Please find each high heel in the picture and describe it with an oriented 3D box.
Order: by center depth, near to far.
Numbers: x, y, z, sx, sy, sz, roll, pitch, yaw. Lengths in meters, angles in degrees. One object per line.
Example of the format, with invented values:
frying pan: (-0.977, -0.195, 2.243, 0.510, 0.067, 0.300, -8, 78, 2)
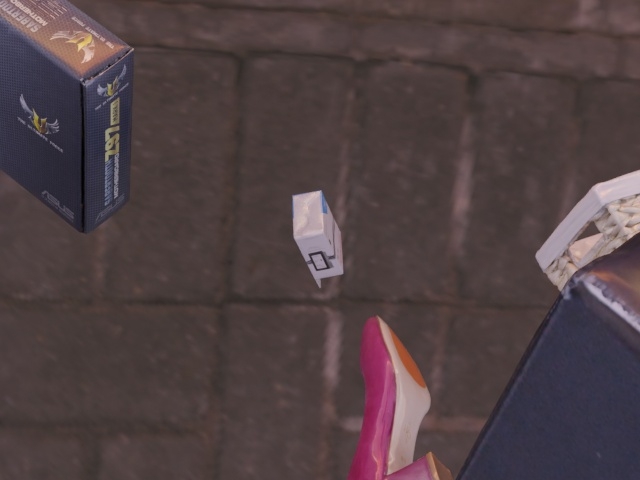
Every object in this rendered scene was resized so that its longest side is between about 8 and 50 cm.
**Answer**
high heel: (0.041, 0.172, 1.613, 0.117, 0.244, 0.082, -30, 135, 13)

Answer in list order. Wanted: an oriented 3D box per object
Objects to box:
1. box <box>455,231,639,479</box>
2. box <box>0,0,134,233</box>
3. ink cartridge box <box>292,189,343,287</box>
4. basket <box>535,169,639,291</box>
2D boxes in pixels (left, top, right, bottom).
box: (0.278, 0.162, 0.859, 0.471, 0.297, 0.480, -30, 154, -37)
box: (-0.249, -0.136, 1.465, 0.059, 0.232, 0.183, -41, 157, -32)
ink cartridge box: (0.000, 0.000, 1.635, 0.028, 0.048, 0.083, -11, 144, 11)
basket: (0.287, 0.005, 1.561, 0.167, 0.113, 0.103, -18, 65, -36)
